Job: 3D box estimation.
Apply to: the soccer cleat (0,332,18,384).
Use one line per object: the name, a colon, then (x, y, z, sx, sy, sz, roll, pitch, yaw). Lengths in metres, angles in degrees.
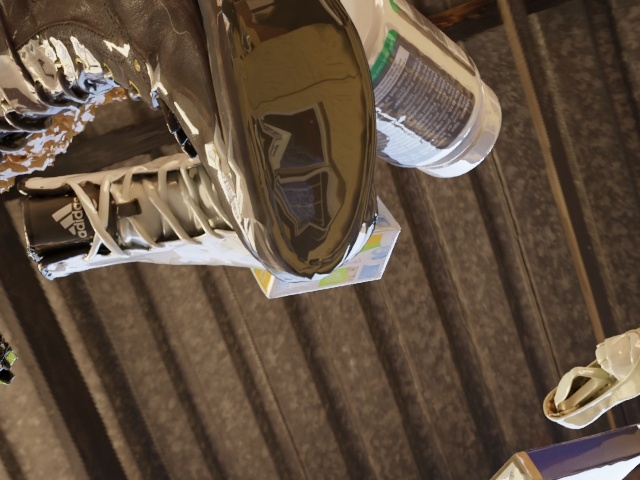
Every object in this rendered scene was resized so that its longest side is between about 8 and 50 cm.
soccer cleat: (-0.543, 0.175, 1.378, 0.072, 0.060, 0.179, 19, -44, 5)

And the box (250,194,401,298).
box: (0.000, 0.000, 1.253, 0.203, 0.103, 0.114, -9, -43, -28)

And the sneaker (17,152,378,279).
sneaker: (-0.152, -0.015, 0.843, 0.257, 0.447, 0.169, -16, -85, -33)

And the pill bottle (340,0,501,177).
pill bottle: (0.106, -0.227, 1.207, 0.361, 0.204, 0.204, 23, -69, -47)

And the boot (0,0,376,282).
boot: (-0.105, -0.085, 0.396, 0.229, 0.091, 0.263, -21, -95, 37)

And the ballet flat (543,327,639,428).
ballet flat: (0.397, 0.184, 1.144, 0.086, 0.086, 0.248, 30, -49, -4)

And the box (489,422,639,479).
box: (0.243, 0.247, 0.833, 0.225, 0.036, 0.136, -2, -45, -36)

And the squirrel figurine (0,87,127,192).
squirrel figurine: (-0.356, -0.076, 0.608, 0.370, 0.397, 0.281, -51, -122, 36)
